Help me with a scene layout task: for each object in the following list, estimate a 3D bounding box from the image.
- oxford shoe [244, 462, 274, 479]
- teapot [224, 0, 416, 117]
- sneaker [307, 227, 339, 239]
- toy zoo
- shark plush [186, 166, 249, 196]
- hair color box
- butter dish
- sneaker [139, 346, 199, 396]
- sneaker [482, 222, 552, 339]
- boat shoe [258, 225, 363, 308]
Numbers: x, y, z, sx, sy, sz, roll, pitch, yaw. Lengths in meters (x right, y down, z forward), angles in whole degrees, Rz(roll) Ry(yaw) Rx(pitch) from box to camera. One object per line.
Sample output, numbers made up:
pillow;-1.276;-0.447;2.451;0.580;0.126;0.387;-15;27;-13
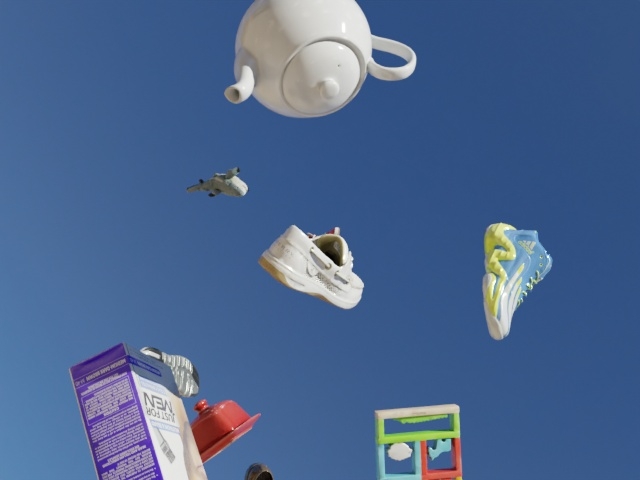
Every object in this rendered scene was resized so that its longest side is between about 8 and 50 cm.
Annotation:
oxford shoe;-0.150;0.644;1.841;0.096;0.082;0.227;151;-59;-69
teapot;-0.008;-0.299;1.312;0.256;0.252;0.187;-43;-134;14
sneaker;0.000;0.000;1.636;0.067;0.042;0.118;19;-28;-3
toy zoo;0.219;0.519;1.743;0.030;0.192;0.293;-177;-96;-80
shark plush;-0.246;-0.130;1.851;0.161;0.067;0.073;8;-42;13
hair color box;-0.262;0.344;1.213;0.185;0.110;0.339;57;10;-65
butter dish;-0.239;0.408;1.744;0.160;0.160;0.118;-39;-100;14
sneaker;-0.381;0.303;1.780;0.132;0.086;0.229;-14;-33;22
sneaker;0.367;0.069;1.452;0.126;0.240;0.091;-3;-31;15
boat shoe;0.012;0.038;1.233;0.098;0.277;0.096;38;-83;26
